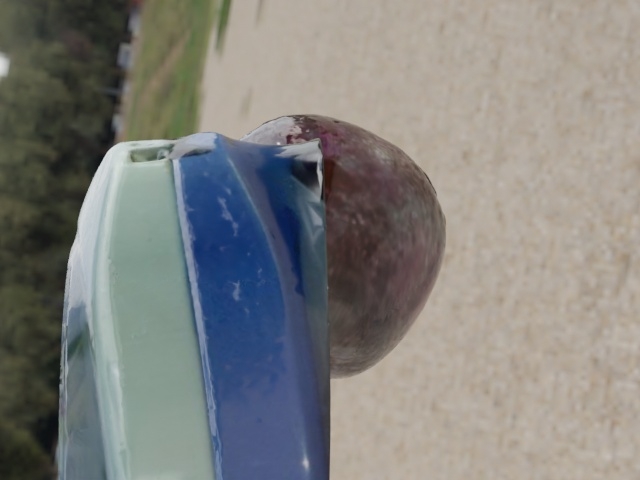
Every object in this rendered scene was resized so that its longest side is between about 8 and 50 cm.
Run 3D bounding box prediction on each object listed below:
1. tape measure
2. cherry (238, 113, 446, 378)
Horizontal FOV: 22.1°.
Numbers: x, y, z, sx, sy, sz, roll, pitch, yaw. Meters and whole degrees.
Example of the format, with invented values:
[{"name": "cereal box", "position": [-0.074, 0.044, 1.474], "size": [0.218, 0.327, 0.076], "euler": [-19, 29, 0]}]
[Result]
[{"name": "tape measure", "position": [-0.071, 0.091, 0.915], "size": [0.259, 0.138, 0.262], "euler": [97, 172, -64]}, {"name": "cherry", "position": [-0.001, 0.010, 1.192], "size": [0.195, 0.195, 0.195], "euler": [-170, 90, -84]}]
